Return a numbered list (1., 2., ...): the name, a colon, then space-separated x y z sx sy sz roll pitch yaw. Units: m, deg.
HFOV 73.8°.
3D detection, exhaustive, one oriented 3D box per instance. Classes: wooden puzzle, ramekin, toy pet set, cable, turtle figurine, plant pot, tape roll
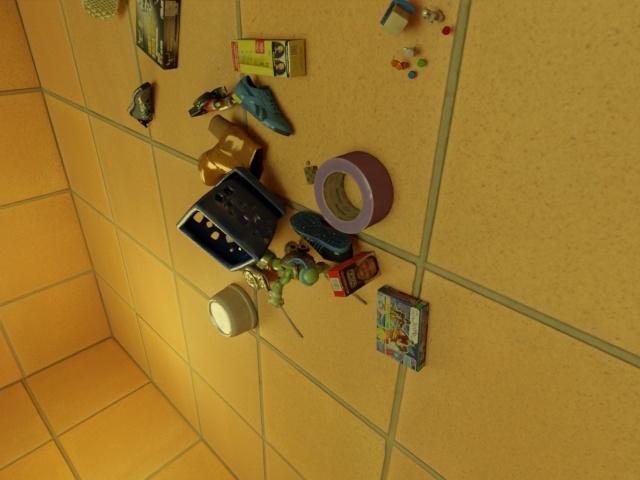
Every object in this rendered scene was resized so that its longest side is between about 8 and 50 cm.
1. wooden puzzle: -0.023 -0.178 1.167 0.049 0.006 0.083 2 112 47
2. ramekin: -0.360 0.288 1.709 0.207 0.109 0.207 24 127 37
3. toy pet set: 0.171 -0.399 0.813 0.114 0.065 0.122 29 144 -13
4. cable: -0.347 -0.400 1.302 0.287 0.140 0.072 -7 115 52
5. turtle figurine: -0.066 0.119 1.217 0.274 0.198 0.266 48 174 -33
6. plant pot: -0.254 -0.069 1.272 0.236 0.212 0.236 42 150 -17
7. tape roll: 0.077 -0.117 1.034 0.189 0.080 0.188 24 126 37

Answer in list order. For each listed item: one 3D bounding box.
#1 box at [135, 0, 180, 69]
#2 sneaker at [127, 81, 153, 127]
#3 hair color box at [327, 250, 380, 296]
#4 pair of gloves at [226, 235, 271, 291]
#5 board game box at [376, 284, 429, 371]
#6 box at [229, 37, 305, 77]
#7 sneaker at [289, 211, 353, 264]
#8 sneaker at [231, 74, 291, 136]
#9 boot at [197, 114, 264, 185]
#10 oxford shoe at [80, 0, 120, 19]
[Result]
1. box: -0.537 -0.714 1.399 0.183 0.056 0.230 44 136 22
2. sneaker: -0.677 -0.525 1.658 0.098 0.083 0.224 48 147 -13
3. hair color box: 0.087 0.084 1.082 0.043 0.141 0.071 -5 107 48
4. pair of gloves: -0.257 0.066 1.502 0.204 0.042 0.239 -4 113 57
5. board game box: 0.210 0.229 1.111 0.136 0.035 0.201 21 125 40
6. box: -0.138 -0.471 1.092 0.232 0.058 0.087 24 128 38
7. sneaker: 0.000 0.000 1.181 0.232 0.081 0.090 35 150 40
8. sneaker: -0.150 -0.368 1.156 0.209 0.069 0.082 43 109 12
9. boot: -0.280 -0.228 1.350 0.211 0.104 0.295 43 139 17
10. oxford shoe: -0.707 -0.923 1.405 0.450 0.169 0.129 -21 74 51
